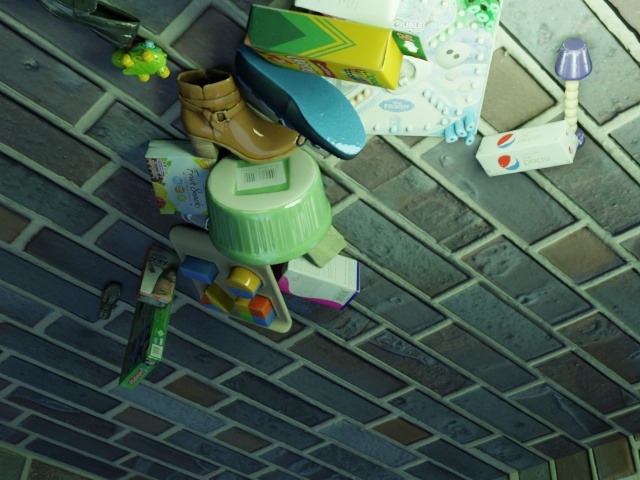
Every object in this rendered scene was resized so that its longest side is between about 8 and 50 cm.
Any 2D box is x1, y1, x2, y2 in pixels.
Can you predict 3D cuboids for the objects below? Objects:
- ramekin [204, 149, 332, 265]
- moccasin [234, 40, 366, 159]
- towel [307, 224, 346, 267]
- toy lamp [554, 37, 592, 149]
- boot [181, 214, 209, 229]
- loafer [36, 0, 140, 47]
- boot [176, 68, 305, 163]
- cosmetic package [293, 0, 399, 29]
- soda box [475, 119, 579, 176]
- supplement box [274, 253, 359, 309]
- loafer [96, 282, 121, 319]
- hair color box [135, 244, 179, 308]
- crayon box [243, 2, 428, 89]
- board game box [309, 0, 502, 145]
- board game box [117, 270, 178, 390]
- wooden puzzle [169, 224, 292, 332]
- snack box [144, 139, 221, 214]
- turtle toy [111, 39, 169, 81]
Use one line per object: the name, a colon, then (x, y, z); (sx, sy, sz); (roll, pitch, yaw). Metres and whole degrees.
ramekin: (-0.129, -0.098, 1.815); (0.303, 0.304, 0.148); (-2, 132, 6)
moccasin: (-0.042, -0.298, 1.647); (0.342, 0.137, 0.117); (47, 150, 6)
towel: (0.000, 0.000, 2.081); (0.110, 0.027, 0.148); (-47, 126, -5)
toy lamp: (0.548, -0.317, 1.671); (0.080, 0.080, 0.275); (-5, 142, 10)
boot: (-0.275, -0.046, 2.030); (0.189, 0.086, 0.069); (9, 120, -11)
loafer: (-0.474, -0.474, 1.556); (0.223, 0.076, 0.078); (24, 131, -29)
boot: (-0.181, -0.292, 1.744); (0.283, 0.109, 0.220); (4, 137, 10)
cosmetic package: (0.053, -0.490, 1.402); (0.183, 0.151, 0.152); (12, 114, -12)
soda box: (0.470, -0.209, 1.753); (0.216, 0.069, 0.074); (-7, 136, 44)
supplement box: (-0.010, 0.099, 2.177); (0.219, 0.114, 0.111); (18, 139, -19)
loafer: (-0.656, 0.180, 2.370); (0.056, 0.050, 0.148); (20, 122, -24)
hair color box: (-0.458, 0.102, 2.167); (0.093, 0.167, 0.053); (20, 137, -20)
crayon box: (0.037, -0.360, 1.458); (0.318, 0.081, 0.202); (14, -177, 13)
board game box: (0.170, -0.364, 1.658); (0.389, 0.050, 0.390); (2, 140, 2)
board game box: (-0.500, 0.250, 2.230); (0.046, 0.318, 0.213); (23, 137, -23)
wooden puzzle: (-0.261, 0.129, 2.169); (0.322, 0.081, 0.348); (16, 143, 23)
snack box: (-0.331, -0.156, 1.926); (0.174, 0.070, 0.207); (2, 141, 2)
turtle toy: (-0.390, -0.391, 1.650); (0.130, 0.066, 0.095); (-7, 163, 15)
